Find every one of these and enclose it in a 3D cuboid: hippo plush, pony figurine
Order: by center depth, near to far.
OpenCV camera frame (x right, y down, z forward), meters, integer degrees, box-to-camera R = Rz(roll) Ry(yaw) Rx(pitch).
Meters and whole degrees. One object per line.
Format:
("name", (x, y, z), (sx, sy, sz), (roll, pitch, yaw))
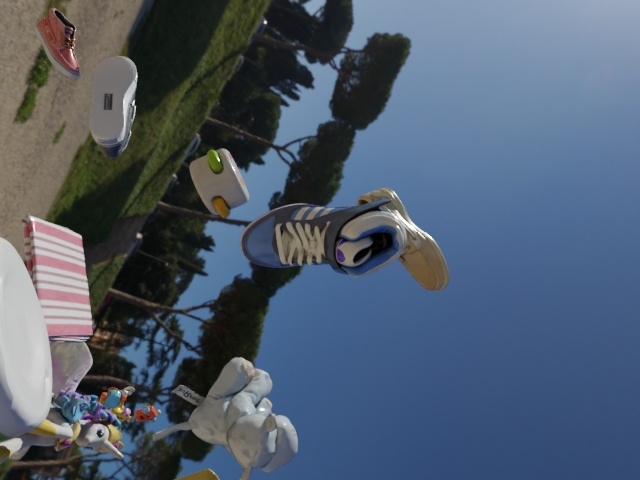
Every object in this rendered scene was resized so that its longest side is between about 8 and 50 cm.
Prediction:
("pony figurine", (-0.635, 0.375, 0.969), (0.351, 0.363, 0.303), (28, -105, 23))
("hippo plush", (-0.170, 0.414, 1.034), (0.236, 0.294, 0.234), (4, -114, 44))

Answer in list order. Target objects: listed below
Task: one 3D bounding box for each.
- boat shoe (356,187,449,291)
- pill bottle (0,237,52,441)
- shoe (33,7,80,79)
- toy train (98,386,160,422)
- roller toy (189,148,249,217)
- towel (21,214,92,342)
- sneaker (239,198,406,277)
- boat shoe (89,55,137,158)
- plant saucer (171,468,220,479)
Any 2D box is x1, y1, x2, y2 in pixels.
("boat shoe", (0.196, 0.003, 1.080), (0.302, 0.098, 0.109), (58, -38, 17))
("pill bottle", (-0.313, 0.087, 0.257), (0.136, 0.246, 0.136), (45, -38, 52))
("shoe", (-0.653, -0.501, 1.113), (0.081, 0.178, 0.063), (-38, 171, 19))
("toy train", (-0.505, 0.429, 1.159), (0.125, 0.166, 0.046), (-17, -142, -4))
("roller toy", (-0.331, -0.185, 1.424), (0.146, 0.209, 0.191), (-25, -166, -1))
("towel", (-0.423, 0.066, 0.702), (0.144, 0.029, 0.197), (92, -15, -77))
("sneaker", (0.000, 0.000, 0.832), (0.236, 0.323, 0.130), (-119, -158, -78))
("boat shoe", (-0.539, -0.353, 1.157), (0.102, 0.108, 0.301), (116, -31, -59))
("plant saucer", (-0.363, 0.880, 1.317), (0.333, 0.333, 0.081), (-33, 178, 31))
